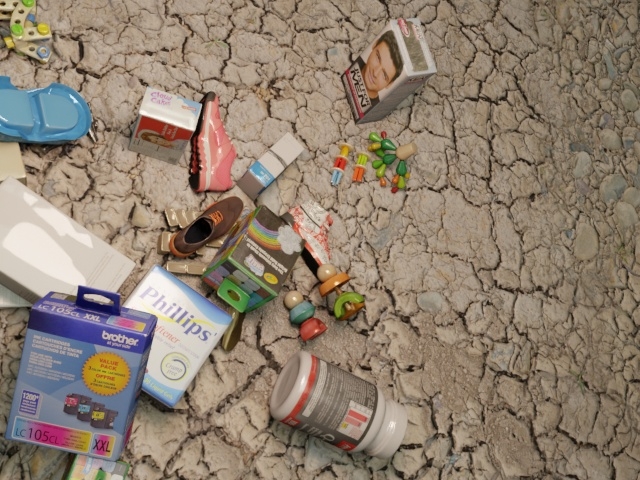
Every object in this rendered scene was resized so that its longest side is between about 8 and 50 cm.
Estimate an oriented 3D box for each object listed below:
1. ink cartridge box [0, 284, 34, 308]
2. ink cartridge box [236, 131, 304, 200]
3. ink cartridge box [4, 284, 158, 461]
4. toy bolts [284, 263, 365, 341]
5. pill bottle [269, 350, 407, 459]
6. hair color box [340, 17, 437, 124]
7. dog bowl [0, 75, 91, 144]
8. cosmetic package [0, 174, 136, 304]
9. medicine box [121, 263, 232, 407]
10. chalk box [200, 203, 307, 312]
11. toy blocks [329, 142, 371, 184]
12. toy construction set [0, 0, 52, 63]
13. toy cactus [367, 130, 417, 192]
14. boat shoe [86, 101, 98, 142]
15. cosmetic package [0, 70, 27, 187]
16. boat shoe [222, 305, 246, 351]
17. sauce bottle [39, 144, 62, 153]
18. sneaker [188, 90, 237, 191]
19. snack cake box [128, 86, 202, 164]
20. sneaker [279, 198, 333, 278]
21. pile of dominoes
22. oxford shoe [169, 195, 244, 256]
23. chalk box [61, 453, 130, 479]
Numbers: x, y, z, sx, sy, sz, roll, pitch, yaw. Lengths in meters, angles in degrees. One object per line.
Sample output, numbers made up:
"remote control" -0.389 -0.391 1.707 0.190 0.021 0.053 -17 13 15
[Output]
"ink cartridge box" -0.823 0.087 1.675 0.233 0.066 0.188 5 74 -37
"ink cartridge box" -0.155 -0.229 1.983 0.082 0.140 0.190 46 64 -5
"ink cartridge box" -0.554 0.289 1.522 0.270 0.151 0.395 14 99 -7
"toy bolts" 0.007 0.182 1.957 0.229 0.218 0.158 -35 77 6
"pill bottle" 0.055 0.481 1.852 0.363 0.210 0.210 28 67 -14
"hair color box" 0.209 -0.539 2.087 0.114 0.374 0.185 -14 82 -25
"dog bowl" -0.757 -0.332 1.689 0.297 0.074 0.165 -5 76 -48
"cosmetic package" -0.702 0.043 1.640 0.385 0.156 0.217 40 60 -17
"medicine box" -0.433 0.259 1.735 0.264 0.149 0.289 37 66 -11
"chalk box" -0.202 0.077 1.824 0.180 0.179 0.288 41 51 -15
"toy blocks" 0.096 -0.236 2.140 0.123 0.054 0.148 25 68 -15
"toy construction set" -0.913 -0.608 1.763 0.328 0.151 0.214 0 77 -34
"toy cactus" 0.252 -0.278 2.158 0.112 0.181 0.218 -25 92 -46
"boat shoe" -0.659 -0.341 1.851 0.038 0.046 0.125 -21 77 -21
"cosmetic package" -0.892 -0.282 1.699 0.160 0.113 0.309 -14 84 -26
"boat shoe" -0.259 0.247 1.872 0.056 0.048 0.152 42 58 -59
"sauce bottle" -0.730 -0.290 1.809 0.042 0.042 0.128 48 66 -6
"sneaker" -0.322 -0.295 1.962 0.136 0.116 0.313 7 81 -32
"snack cake box" -0.444 -0.317 1.813 0.152 0.264 0.089 17 70 -19
"sneaker" 0.000 -0.001 2.019 0.145 0.090 0.270 -35 89 -24
"pile of dominoes" -0.353 0.011 1.908 0.251 0.040 0.195 8 71 -29
"oxford shoe" -0.311 -0.048 1.866 0.097 0.098 0.271 50 57 -8
"chalk box" -0.555 0.586 1.563 0.132 0.213 0.132 23 69 -16
